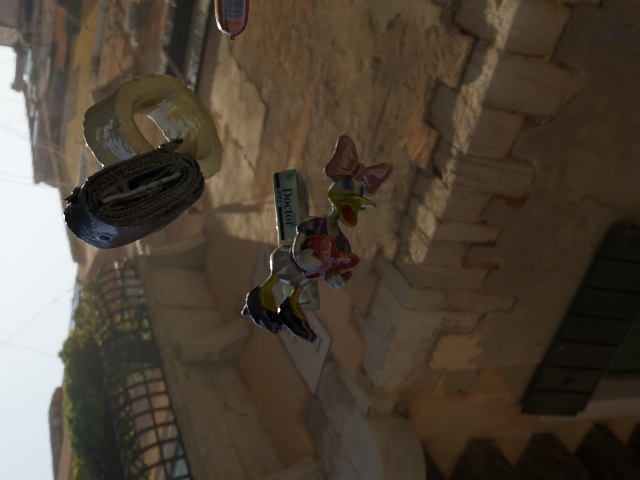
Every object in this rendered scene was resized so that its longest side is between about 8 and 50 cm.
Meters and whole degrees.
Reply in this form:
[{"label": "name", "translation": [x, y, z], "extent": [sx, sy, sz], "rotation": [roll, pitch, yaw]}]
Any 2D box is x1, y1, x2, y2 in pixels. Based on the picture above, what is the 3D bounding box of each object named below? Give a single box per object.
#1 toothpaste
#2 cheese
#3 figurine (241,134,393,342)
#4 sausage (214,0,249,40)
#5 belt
[{"label": "toothpaste", "translation": [-0.057, 0.000, 1.614], "extent": [0.067, 0.336, 0.081], "rotation": [-12, 159, 12]}, {"label": "cheese", "translation": [-0.416, -0.259, 1.733], "extent": [0.332, 0.153, 0.292], "rotation": [-23, -90, -55]}, {"label": "figurine", "translation": [-0.001, 0.006, 1.392], "extent": [0.154, 0.420, 0.193], "rotation": [29, -167, -29]}, {"label": "sausage", "translation": [-0.121, -0.425, 0.936], "extent": [0.053, 0.347, 0.053], "rotation": [3, -130, -3]}, {"label": "belt", "translation": [-0.296, -0.062, 1.091], "extent": [0.218, 0.128, 0.122], "rotation": [-30, -91, -44]}]
